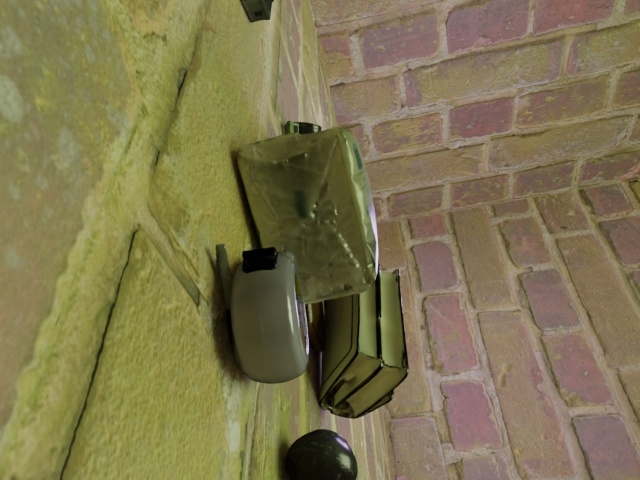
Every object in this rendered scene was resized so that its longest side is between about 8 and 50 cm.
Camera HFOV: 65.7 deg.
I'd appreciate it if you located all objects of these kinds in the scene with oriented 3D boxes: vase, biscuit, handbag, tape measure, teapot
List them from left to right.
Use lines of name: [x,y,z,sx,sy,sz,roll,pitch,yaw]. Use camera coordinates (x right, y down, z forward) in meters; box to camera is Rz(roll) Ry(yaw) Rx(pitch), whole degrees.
tape measure: [-0.077,0.101,0.688,0.178,0.105,0.195,76,8,-78]
teapot: [-0.058,-0.276,1.351,0.092,0.124,0.090,9,-85,56]
biscuit: [-0.016,0.155,1.228,0.182,0.034,0.215,72,12,-47]
vase: [-0.010,0.394,0.779,0.182,0.120,0.120,-65,147,-51]
handbag: [0.098,0.235,1.258,0.236,0.160,0.358,-53,-161,35]

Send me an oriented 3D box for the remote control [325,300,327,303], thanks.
remote control: [0.049,0.221,1.535,0.145,0.050,0.343,67,16,-56]

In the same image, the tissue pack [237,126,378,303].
tissue pack: [-0.001,-0.069,0.994,0.380,0.208,0.296,-58,136,-78]

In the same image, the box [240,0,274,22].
box: [-0.143,-0.534,1.095,0.084,0.060,0.063,60,30,-68]
